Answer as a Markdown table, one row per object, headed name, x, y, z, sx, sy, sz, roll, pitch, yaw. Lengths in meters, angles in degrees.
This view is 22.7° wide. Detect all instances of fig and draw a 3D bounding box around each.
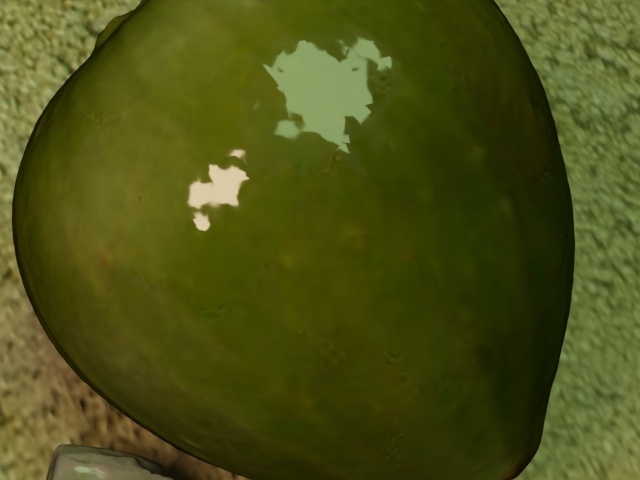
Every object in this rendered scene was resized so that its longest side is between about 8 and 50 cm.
| name | x | y | z | sx | sy | sz | roll | pitch | yaw |
| --- | --- | --- | --- | --- | --- | --- | --- | --- | --- |
| fig | 0.000 | 0.000 | 0.837 | 0.316 | 0.316 | 0.316 | 9 | 48 | -10 |

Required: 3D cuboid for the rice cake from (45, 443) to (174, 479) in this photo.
| name | x | y | z | sx | sy | sz | roll | pitch | yaw |
| --- | --- | --- | --- | --- | --- | --- | --- | --- | --- |
| rice cake | -0.134 | 0.245 | 0.714 | 0.072 | 0.056 | 0.365 | 20 | 46 | -8 |
